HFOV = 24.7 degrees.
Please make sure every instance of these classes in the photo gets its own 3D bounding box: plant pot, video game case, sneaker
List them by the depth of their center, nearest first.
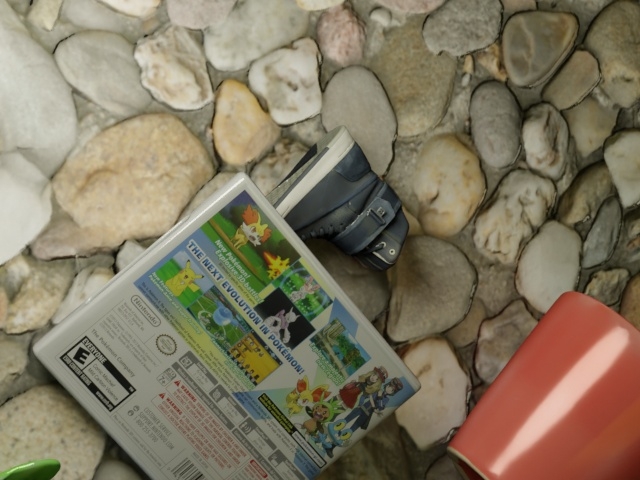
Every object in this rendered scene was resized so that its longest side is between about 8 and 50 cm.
[{"bbox_3d":[-0.098,0.140,1.621,0.300,0.036,0.329,-40,108,-1],"label":"video game case"},{"bbox_3d":[0.001,-0.001,1.684,0.226,0.086,0.163,-45,107,-19],"label":"sneaker"},{"bbox_3d":[0.303,0.239,1.757,0.243,0.275,0.275,-43,109,-9],"label":"plant pot"}]

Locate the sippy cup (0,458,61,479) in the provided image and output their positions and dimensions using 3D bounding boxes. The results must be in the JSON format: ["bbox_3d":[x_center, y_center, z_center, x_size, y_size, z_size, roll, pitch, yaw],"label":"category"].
[{"bbox_3d":[-0.239,0.387,1.506,0.224,0.240,0.306,-13,103,-41],"label":"sippy cup"}]
